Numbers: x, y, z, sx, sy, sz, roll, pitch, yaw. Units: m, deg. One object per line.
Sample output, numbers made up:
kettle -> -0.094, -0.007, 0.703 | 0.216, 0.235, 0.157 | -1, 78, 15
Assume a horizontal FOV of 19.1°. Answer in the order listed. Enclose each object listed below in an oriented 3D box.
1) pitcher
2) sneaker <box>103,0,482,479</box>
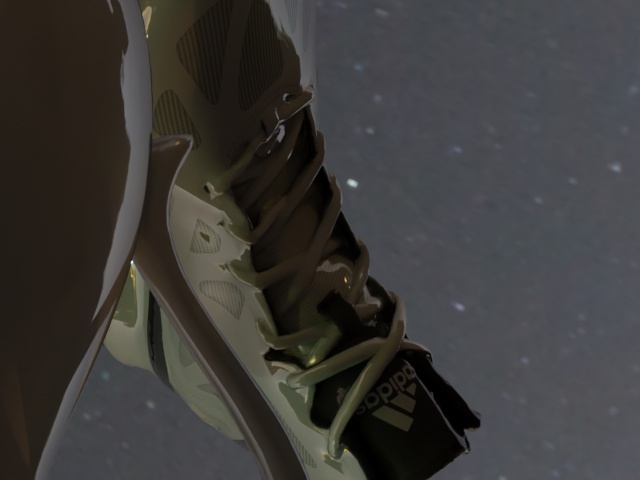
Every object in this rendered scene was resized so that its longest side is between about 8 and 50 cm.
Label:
pitcher -> -0.081, 0.009, 0.465 | 0.178, 0.125, 0.207 | 2, -93, -28
sneaker -> 0.001, 0.000, 1.066 | 0.169, 0.257, 0.447 | -40, -24, -25
